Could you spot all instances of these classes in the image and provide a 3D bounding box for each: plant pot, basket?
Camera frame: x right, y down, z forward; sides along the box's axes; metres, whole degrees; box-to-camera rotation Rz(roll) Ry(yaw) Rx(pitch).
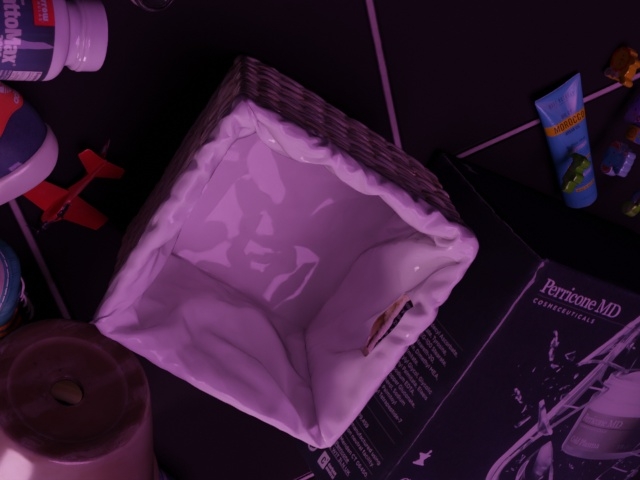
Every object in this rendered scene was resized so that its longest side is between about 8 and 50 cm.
[{"bbox_3d":[-0.323,0.245,1.579,0.323,0.323,0.280,-3,146,-27],"label":"plant pot"},{"bbox_3d":[-0.042,0.005,1.582,0.331,0.266,0.328,31,108,-13],"label":"basket"}]

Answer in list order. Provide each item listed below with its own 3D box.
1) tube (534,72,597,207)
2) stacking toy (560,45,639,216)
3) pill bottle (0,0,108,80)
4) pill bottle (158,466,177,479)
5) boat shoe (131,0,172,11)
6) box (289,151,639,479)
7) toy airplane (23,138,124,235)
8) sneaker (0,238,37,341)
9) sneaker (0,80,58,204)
[{"bbox_3d":[0.359,-0.140,1.921,0.080,0.052,0.207,-36,131,-18],"label":"tube"},{"bbox_3d":[0.445,-0.152,1.927,0.167,0.052,0.221,19,101,-37],"label":"stacking toy"},{"bbox_3d":[-0.326,-0.225,1.423,0.180,0.108,0.108,-2,126,-28],"label":"pill bottle"},{"bbox_3d":[-0.250,0.398,1.947,0.123,0.123,0.219,-39,134,3],"label":"pill bottle"},{"bbox_3d":[-0.160,-0.349,1.441,0.084,0.079,0.233,1,125,-32],"label":"boat shoe"},{"bbox_3d":[0.272,0.189,1.962,0.480,0.297,0.472,18,112,-38],"label":"box"},{"bbox_3d":[-0.299,-0.060,1.623,0.151,0.028,0.151,-17,133,-19],"label":"toy airplane"},{"bbox_3d":[-0.391,0.067,1.575,0.121,0.108,0.302,-22,168,-35],"label":"sneaker"},{"bbox_3d":[-0.471,-0.063,1.470,0.350,0.131,0.148,-36,126,-6],"label":"sneaker"}]
